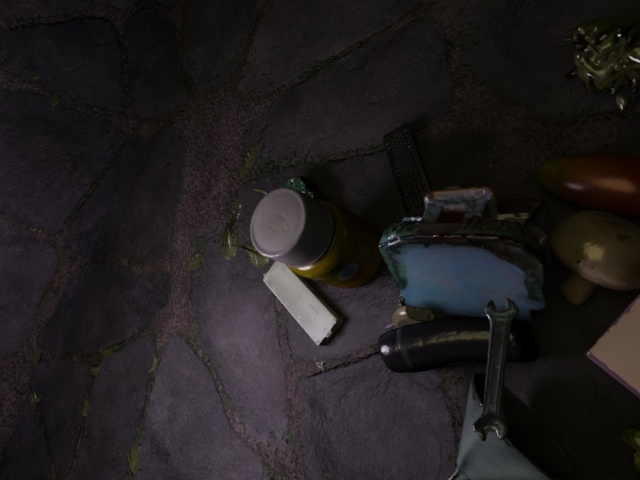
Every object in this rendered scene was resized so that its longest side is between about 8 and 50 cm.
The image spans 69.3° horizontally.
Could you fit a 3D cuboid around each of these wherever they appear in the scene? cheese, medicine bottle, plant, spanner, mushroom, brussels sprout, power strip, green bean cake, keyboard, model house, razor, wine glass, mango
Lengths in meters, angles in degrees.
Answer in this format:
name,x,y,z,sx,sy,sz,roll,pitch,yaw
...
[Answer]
name,x,y,z,sx,sy,sz,roll,pitch,yaw
cheese,0.220,0.217,1.227,0.192,0.097,0.037,127,157,-61
medicine bottle,0.000,0.000,1.299,0.224,0.384,0.224,-12,69,32
plant,0.758,-0.469,1.097,0.333,0.180,0.251,-28,47,-11
spanner,0.352,0.246,0.921,0.071,0.017,0.302,2,54,24
mushroom,0.586,0.048,0.993,0.207,0.207,0.215,46,137,36
brussels sprout,0.633,0.415,0.921,0.051,0.046,0.083,121,140,-67
power strip,-0.069,0.187,1.508,0.106,0.043,0.367,-54,53,10
green bean cake,-0.040,-0.123,1.545,0.193,0.107,0.208,-13,67,34
keyboard,0.253,-0.266,1.413,0.103,0.041,0.381,-24,63,28
model house,0.382,-0.026,1.129,0.360,0.297,0.339,-1,45,37
razor,0.324,0.247,1.102,0.349,0.204,0.113,-15,66,29
wine glass,0.301,0.520,1.018,0.406,0.267,0.267,-50,53,20
mango,0.624,-0.129,1.041,0.289,0.129,0.146,13,58,41

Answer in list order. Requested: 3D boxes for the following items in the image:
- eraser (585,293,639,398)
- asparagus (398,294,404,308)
name,x,y,z,sx,sy,sz,roll,pitch,yaw
eraser,0.742,0.239,0.848,0.272,0.122,0.359,-52,52,11
asparagus,0.233,0.091,1.330,0.023,0.022,0.233,6,72,-8
